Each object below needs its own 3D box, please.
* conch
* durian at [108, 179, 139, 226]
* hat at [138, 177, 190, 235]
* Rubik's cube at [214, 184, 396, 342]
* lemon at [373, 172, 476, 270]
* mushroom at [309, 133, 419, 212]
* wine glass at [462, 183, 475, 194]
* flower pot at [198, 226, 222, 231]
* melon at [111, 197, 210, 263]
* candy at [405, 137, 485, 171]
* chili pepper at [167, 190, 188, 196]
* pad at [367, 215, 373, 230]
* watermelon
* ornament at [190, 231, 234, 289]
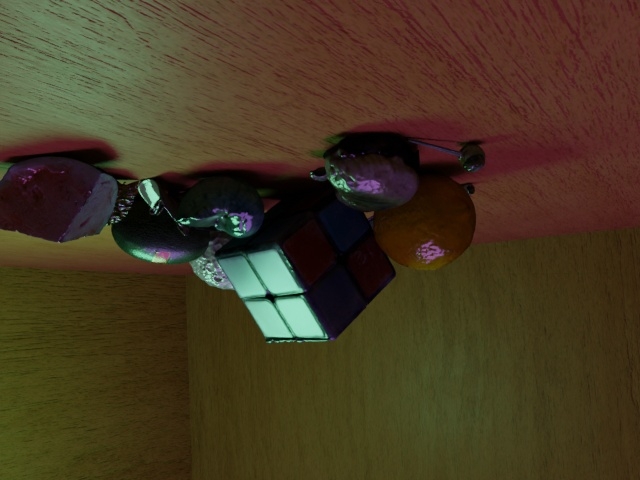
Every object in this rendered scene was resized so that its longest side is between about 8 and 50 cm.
[{"bbox_3d":[-0.228,-0.083,1.610,0.196,0.134,0.202,-4,160,35],"label":"conch"},{"bbox_3d":[-0.520,-0.090,1.529,0.187,0.118,0.108,0,177,-12],"label":"durian"},{"bbox_3d":[-0.371,-0.099,1.642,0.147,0.085,0.175,32,155,27],"label":"hat"},{"bbox_3d":[-0.042,0.066,1.807,0.316,0.313,0.318,-12,-156,49],"label":"Rubik's cube"},{"bbox_3d":[0.260,-0.049,1.702,0.254,0.253,0.310,1,172,-33],"label":"lemon"},{"bbox_3d":[0.102,-0.131,1.448,0.248,0.129,0.344,-7,173,-3],"label":"mushroom"},{"bbox_3d":[0.405,-0.139,1.893,0.083,0.039,0.042,-15,125,49],"label":"wine glass"},{"bbox_3d":[-0.255,-0.085,1.757,0.158,0.106,0.157,-1,175,0],"label":"flower pot"},{"bbox_3d":[-0.447,-0.027,1.813,0.288,0.182,0.182,14,167,-20],"label":"melon"},{"bbox_3d":[0.265,-0.190,1.394,0.203,0.061,0.061,10,168,-27],"label":"candy"},{"bbox_3d":[-0.363,-0.119,1.735,0.091,0.030,0.034,-7,152,15],"label":"chili pepper"},{"bbox_3d":[0.202,-0.076,2.072,0.233,0.022,0.174,-31,165,19],"label":"pad"},{"bbox_3d":[-0.566,-0.078,1.393,0.260,0.176,0.256,18,143,9],"label":"watermelon"},{"bbox_3d":[-0.283,0.015,2.004,0.225,0.259,0.259,39,158,-15],"label":"ornament"}]
